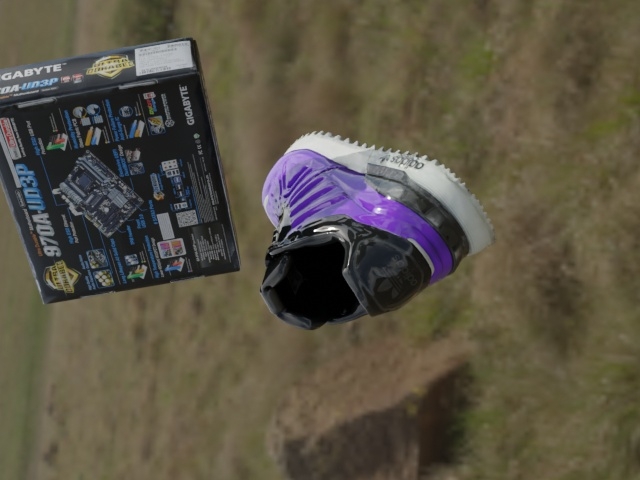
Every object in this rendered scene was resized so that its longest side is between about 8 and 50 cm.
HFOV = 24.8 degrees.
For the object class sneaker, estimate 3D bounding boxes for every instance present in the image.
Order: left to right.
[{"bbox_3d":[0.000,-0.001,1.143,0.146,0.102,0.293,-43,21,-17],"label":"sneaker"}]

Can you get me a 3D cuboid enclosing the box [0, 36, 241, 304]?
[{"bbox_3d":[-0.167,-0.051,1.188,0.051,0.175,0.220,-101,1,-47],"label":"box"}]
